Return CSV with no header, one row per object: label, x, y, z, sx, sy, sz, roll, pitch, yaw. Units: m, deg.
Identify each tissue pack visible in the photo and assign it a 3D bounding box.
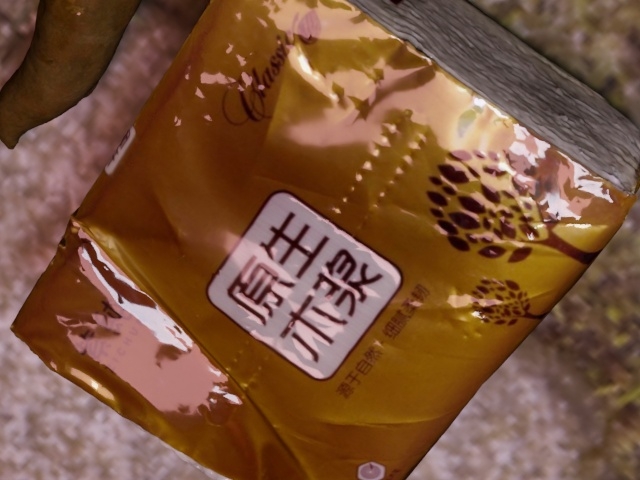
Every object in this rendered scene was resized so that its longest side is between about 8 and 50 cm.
tissue pack,0.000,0.000,0.726,0.183,0.092,0.226,36,117,-2

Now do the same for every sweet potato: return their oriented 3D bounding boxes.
sweet potato,-0.077,-0.123,0.709,0.249,0.059,0.069,-38,80,39
